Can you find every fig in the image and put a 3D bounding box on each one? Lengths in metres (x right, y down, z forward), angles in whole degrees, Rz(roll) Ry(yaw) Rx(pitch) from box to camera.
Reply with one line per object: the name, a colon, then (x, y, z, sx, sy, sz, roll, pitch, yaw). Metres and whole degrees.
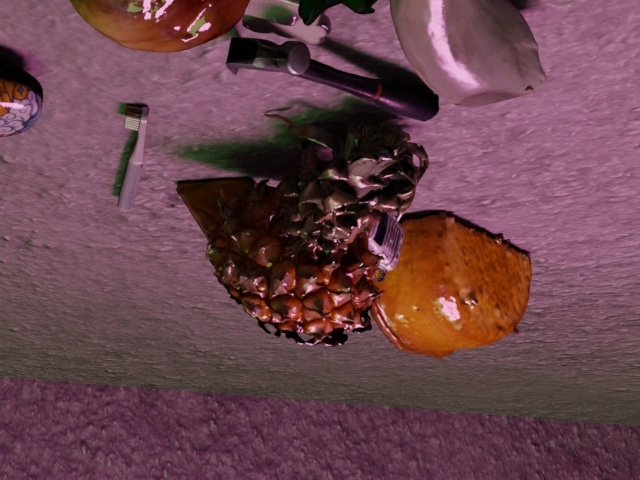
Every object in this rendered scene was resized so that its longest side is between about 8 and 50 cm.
fig: (-0.170, -0.221, 0.958, 0.231, 0.143, 0.160, -5, 170, 17)

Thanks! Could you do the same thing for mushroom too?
mushroom: (0.121, -0.203, 1.067, 0.118, 0.103, 0.270, -23, 153, 14)

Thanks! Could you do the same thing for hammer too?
hammer: (0.022, -0.168, 1.253, 0.137, 0.037, 0.290, 15, -176, 44)

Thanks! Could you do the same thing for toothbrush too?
toothbrush: (-0.247, -0.100, 1.553, 0.030, 0.025, 0.342, 11, 161, -8)

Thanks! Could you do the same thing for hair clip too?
hair clip: (-0.086, -0.225, 1.106, 0.220, 0.054, 0.140, 3, 158, -14)

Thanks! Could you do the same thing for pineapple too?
pineapple: (0.018, -0.045, 1.477, 0.262, 0.262, 0.271, 10, 137, -25)

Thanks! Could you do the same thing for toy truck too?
toy truck: (0.000, 0.000, 1.730, 0.227, 0.098, 0.114, -7, 138, 28)

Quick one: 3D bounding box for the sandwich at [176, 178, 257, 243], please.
sandwich: (-0.142, 0.003, 1.646, 0.113, 0.163, 0.079, -2, 162, 13)

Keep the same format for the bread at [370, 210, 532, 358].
bread: (0.200, 0.087, 1.864, 0.194, 0.179, 0.340, -13, 157, 36)

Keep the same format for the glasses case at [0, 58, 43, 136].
glasses case: (-0.451, -0.172, 1.241, 0.321, 0.082, 0.122, 12, 162, -32)

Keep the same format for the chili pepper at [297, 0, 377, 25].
chili pepper: (0.024, -0.244, 1.009, 0.098, 0.061, 0.224, -20, 159, -4)
